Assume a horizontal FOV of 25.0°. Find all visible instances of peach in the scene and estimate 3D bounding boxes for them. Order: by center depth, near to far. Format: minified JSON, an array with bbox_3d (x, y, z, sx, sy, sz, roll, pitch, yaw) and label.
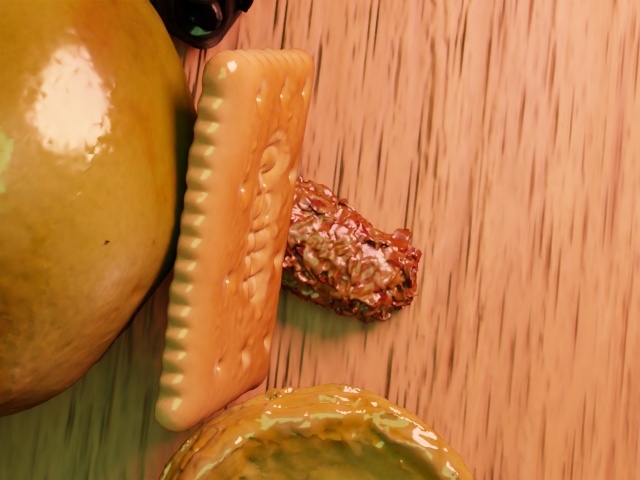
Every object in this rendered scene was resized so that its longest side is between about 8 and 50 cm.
[{"bbox_3d":[-0.219,-0.052,0.935,0.314,0.281,0.316,48,38,-15],"label":"peach"}]

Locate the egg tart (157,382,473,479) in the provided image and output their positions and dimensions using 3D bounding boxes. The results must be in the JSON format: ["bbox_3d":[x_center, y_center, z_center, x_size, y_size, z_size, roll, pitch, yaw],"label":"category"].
[{"bbox_3d":[-0.008,0.250,1.011,0.294,0.123,0.294,0,79,-2],"label":"egg tart"}]

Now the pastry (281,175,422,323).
[{"bbox_3d":[-0.001,0.002,1.074,0.169,0.063,0.087,27,86,0],"label":"pastry"}]

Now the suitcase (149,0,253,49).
[{"bbox_3d":[-0.169,-0.276,1.034,0.312,0.202,0.128,32,80,1],"label":"suitcase"}]

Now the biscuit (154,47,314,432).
[{"bbox_3d":[-0.053,-0.004,0.965,0.030,0.160,0.250,13,101,18],"label":"biscuit"}]
